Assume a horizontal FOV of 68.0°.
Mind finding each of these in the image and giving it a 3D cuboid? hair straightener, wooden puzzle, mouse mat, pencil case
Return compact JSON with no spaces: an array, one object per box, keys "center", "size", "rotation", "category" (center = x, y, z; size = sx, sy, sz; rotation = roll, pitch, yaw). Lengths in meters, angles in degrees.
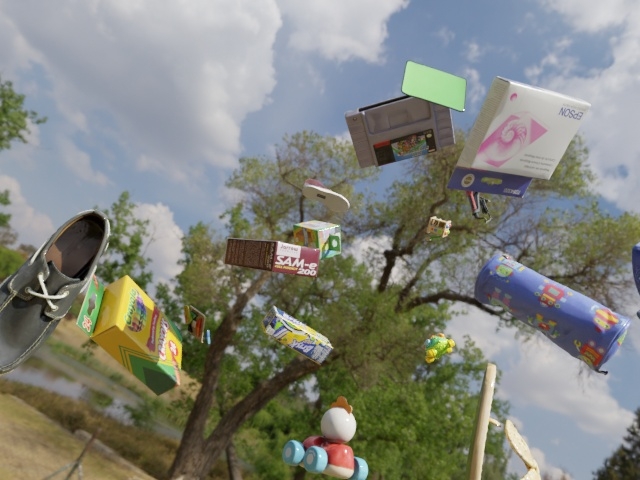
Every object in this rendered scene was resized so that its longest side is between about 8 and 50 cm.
[{"center":[0.556,-0.146,1.648],"size":[0.088,0.231,0.047],"rotation":[9,-44,-11],"category":"hair straightener"},{"center":[-0.294,0.197,1.115],"size":[0.014,0.079,0.116],"rotation":[-6,11,-43],"category":"wooden puzzle"},{"center":[0.324,-0.439,1.344],"size":[0.189,0.153,0.007],"rotation":[17,-34,-1],"category":"mouse mat"},{"center":[0.481,0.148,1.008],"size":[0.306,0.119,0.133],"rotation":[33,-25,35],"category":"pencil case"}]

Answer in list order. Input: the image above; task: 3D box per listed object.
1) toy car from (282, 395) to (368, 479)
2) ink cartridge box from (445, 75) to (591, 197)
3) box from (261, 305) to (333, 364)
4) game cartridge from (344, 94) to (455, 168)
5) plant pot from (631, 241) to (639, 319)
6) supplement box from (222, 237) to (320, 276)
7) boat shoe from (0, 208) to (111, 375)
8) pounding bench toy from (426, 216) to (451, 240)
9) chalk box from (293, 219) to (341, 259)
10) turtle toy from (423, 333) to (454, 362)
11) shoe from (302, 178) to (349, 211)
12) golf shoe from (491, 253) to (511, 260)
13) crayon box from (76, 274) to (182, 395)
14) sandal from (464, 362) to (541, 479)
[{"center":[0.035,0.622,1.524],"size":[0.219,0.238,0.210],"rotation":[30,-27,-31],"category":"toy car"},{"center":[0.559,-0.265,1.346],"size":[0.323,0.330,0.071],"rotation":[2,31,-26],"category":"ink cartridge box"},{"center":[-0.056,0.225,1.124],"size":[0.168,0.054,0.059],"rotation":[35,2,-18],"category":"box"},{"center":[0.285,-0.392,1.677],"size":[0.354,0.068,0.230],"rotation":[-13,-55,12],"category":"game cartridge"},{"center":[0.871,0.105,1.064],"size":[0.236,0.235,0.212],"rotation":[24,-54,57],"category":"plant pot"},{"center":[-0.125,0.039,1.161],"size":[0.130,0.073,0.239],"rotation":[11,-5,-37],"category":"supplement box"},{"center":[-0.348,0.057,0.599],"size":[0.084,0.233,0.079],"rotation":[39,-34,-23],"category":"boat shoe"},{"center":[0.394,-0.030,1.582],"size":[0.065,0.083,0.052],"rotation":[20,18,27],"category":"pounding bench toy"},{"center":[0.000,0.000,2.012],"size":[0.213,0.132,0.133],"rotation":[14,-69,48],"category":"chalk box"},{"center":[0.373,0.347,1.537],"size":[0.130,0.095,0.066],"rotation":[84,-20,-56],"category":"turtle toy"},{"center":[0.021,-0.164,1.687],"size":[0.177,0.081,0.064],"rotation":[22,-62,-10],"category":"shoe"},{"center":[0.791,0.187,1.961],"size":[0.273,0.120,0.105],"rotation":[48,-50,-9],"category":"golf shoe"},{"center":[-0.489,0.238,1.257],"size":[0.319,0.081,0.202],"rotation":[60,6,-36],"category":"crayon box"},{"center":[0.143,0.222,0.359],"size":[0.079,0.240,0.088],"rotation":[12,-24,20],"category":"sandal"}]
